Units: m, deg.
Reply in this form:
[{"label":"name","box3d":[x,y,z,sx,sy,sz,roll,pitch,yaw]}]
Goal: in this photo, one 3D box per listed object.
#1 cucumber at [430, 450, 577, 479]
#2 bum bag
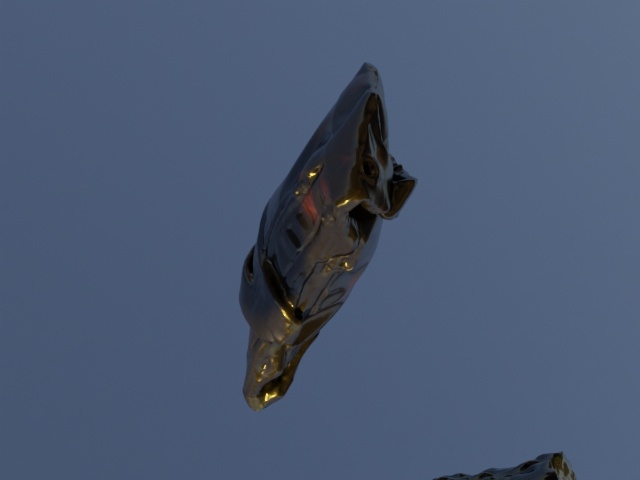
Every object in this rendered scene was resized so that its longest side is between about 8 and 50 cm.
[{"label":"cucumber","box3d":[0.019,0.124,0.622,0.058,0.187,0.058,-9,-90,-74]},{"label":"bum bag","box3d":[-0.001,0.000,0.438,0.034,0.124,0.058,21,-129,-6]}]
